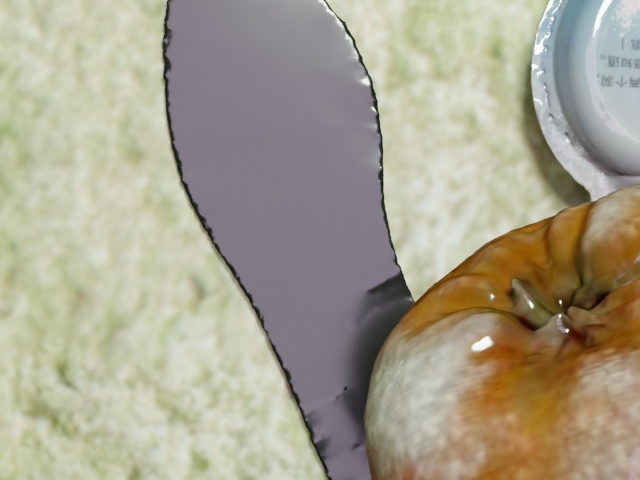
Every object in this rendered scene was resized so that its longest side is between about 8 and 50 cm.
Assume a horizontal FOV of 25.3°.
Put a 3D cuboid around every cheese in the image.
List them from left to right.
[{"bbox_3d":[0.183,-0.126,0.778,0.135,0.052,0.244,3,89,-6],"label":"cheese"}]

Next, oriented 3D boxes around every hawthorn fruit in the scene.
[{"bbox_3d":[0.156,0.094,0.697,0.235,0.263,0.231,-35,51,31],"label":"hawthorn fruit"}]

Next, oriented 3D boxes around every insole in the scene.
[{"bbox_3d":[0.000,0.000,0.789,0.119,0.009,0.348,-22,91,-2],"label":"insole"}]
